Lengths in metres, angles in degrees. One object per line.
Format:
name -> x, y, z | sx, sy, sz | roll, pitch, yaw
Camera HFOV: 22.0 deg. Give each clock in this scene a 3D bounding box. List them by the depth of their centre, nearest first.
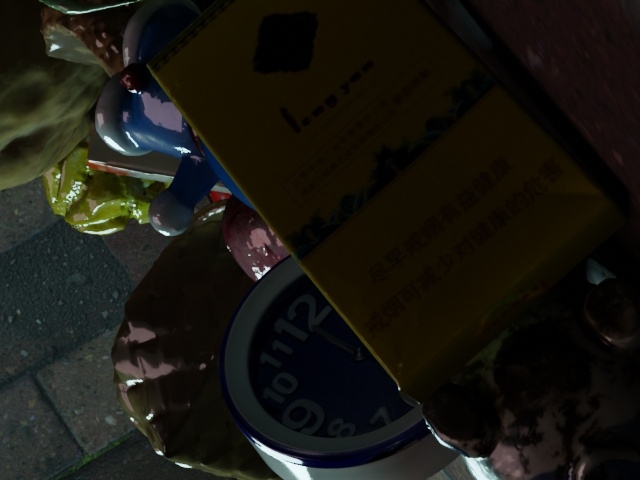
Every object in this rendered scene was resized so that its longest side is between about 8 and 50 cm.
clock -> 0.035, 0.101, 1.375 | 0.230, 0.230, 0.083 | 53, 176, 43

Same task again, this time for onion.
onion -> 0.000, 0.000, 1.554 | 0.195, 0.159, 0.159 | 55, 176, -26

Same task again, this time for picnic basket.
picnic basket -> -0.095, 0.091, 1.788 | 0.337, 0.293, 0.337 | 29, -172, -4

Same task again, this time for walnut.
walnut -> -0.366, -0.233, 1.747 | 0.381, 0.381, 0.381 | 58, 174, 10

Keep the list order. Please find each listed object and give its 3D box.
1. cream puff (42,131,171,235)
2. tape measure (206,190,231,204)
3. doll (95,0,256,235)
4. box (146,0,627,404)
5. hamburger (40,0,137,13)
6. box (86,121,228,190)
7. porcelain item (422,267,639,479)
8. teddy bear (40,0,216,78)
cream puff -> -0.259, -0.087, 2.057 | 0.194, 0.195, 0.221 | 61, 178, -17
tape measure -> -0.127, -0.138, 2.044 | 0.260, 0.114, 0.253 | 57, 173, 23
doll -> -0.039, -0.093, 1.150 | 0.257, 0.215, 0.161 | 19, -174, 42
box -> 0.029, -0.058, 0.939 | 0.279, 0.153, 0.041 | 51, -173, 30
hamburger -> -0.162, -0.261, 1.221 | 0.261, 0.150, 0.276 | 17, 148, 6
box -> -0.119, -0.078, 1.767 | 0.273, 0.265, 0.048 | -178, 97, -83
porcelain item -> 0.120, 0.062, 0.991 | 0.288, 0.138, 0.186 | 55, -177, 39
teddy bear -> -0.139, -0.236, 1.544 | 0.296, 0.222, 0.246 | 29, 179, 31
